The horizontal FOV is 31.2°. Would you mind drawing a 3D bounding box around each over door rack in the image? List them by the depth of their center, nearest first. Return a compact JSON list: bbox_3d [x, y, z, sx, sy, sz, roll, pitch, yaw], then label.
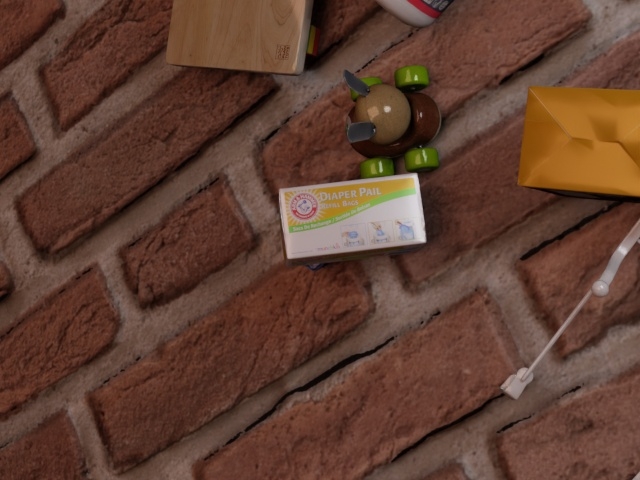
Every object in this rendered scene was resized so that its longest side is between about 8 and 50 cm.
[{"bbox_3d":[0.416,0.152,1.454,0.239,0.108,0.324,37,106,6],"label":"over door rack"}]

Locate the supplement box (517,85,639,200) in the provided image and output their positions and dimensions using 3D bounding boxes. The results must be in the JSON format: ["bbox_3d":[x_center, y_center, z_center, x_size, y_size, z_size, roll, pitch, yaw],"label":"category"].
[{"bbox_3d":[0.384,-0.118,1.479,0.191,0.194,0.129,7,91,30],"label":"supplement box"}]

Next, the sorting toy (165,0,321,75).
[{"bbox_3d":[-0.106,-0.396,1.842,0.255,0.089,0.257,9,92,30],"label":"sorting toy"}]

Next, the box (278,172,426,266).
[{"bbox_3d":[0.043,-0.028,1.668,0.203,0.114,0.103,-7,83,-2],"label":"box"}]

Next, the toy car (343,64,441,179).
[{"bbox_3d":[0.077,-0.178,1.664,0.149,0.188,0.155,-11,81,29],"label":"toy car"}]

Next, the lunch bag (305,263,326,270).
[{"bbox_3d":[0.000,0.000,1.771,0.067,0.065,0.098,43,107,9],"label":"lunch bag"}]

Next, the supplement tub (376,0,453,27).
[{"bbox_3d":[0.170,-0.456,1.627,0.272,0.191,0.191,-45,67,20],"label":"supplement tub"}]
